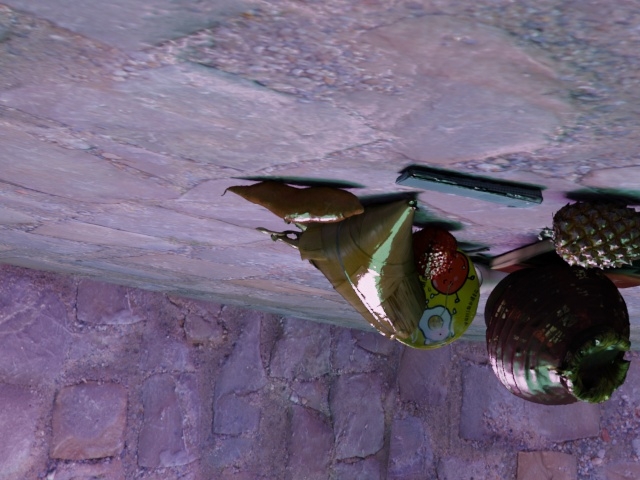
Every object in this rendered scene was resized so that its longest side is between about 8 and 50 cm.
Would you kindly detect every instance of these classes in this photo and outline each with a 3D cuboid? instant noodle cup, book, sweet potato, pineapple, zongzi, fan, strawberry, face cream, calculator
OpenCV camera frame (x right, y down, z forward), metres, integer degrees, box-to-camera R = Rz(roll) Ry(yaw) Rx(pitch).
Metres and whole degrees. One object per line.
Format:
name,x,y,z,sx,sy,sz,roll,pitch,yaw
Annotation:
instant noodle cup,0.161,0.084,1.541,0.182,0.182,0.144,9,180,-13
book,0.453,0.036,1.447,0.262,0.028,0.374,7,171,-7
sweet potato,-0.038,-0.051,1.192,0.194,0.056,0.056,9,171,9
pineapple,0.371,-0.005,1.069,0.221,0.083,0.103,2,171,11
zongzi,0.116,0.036,1.294,0.228,0.115,0.256,45,144,-20
fan,0.250,0.024,1.587,0.113,0.005,0.175,10,170,-18
strawberry,0.170,0.015,1.373,0.083,0.083,0.096,9,167,-11
face cream,0.306,0.070,1.685,0.092,0.058,0.243,0,178,26
calculator,0.177,-0.061,1.070,0.172,0.018,0.057,9,170,-11

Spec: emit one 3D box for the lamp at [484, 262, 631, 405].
lamp,0.372,0.148,1.405,0.247,0.247,0.247,7,171,1

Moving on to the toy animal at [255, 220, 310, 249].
toy animal,0.002,0.003,1.441,0.219,0.069,0.086,12,-171,-20
